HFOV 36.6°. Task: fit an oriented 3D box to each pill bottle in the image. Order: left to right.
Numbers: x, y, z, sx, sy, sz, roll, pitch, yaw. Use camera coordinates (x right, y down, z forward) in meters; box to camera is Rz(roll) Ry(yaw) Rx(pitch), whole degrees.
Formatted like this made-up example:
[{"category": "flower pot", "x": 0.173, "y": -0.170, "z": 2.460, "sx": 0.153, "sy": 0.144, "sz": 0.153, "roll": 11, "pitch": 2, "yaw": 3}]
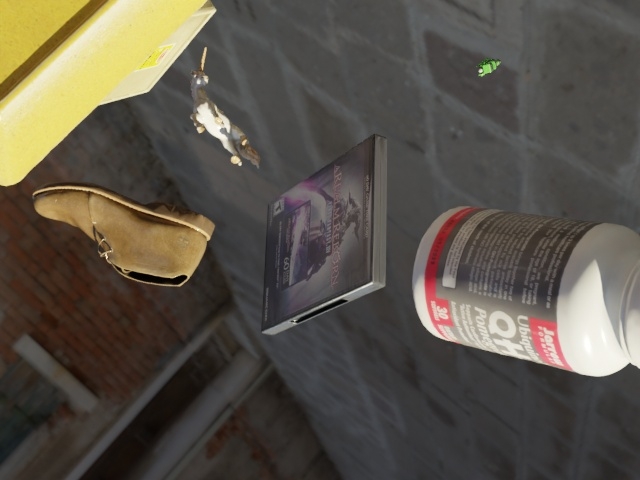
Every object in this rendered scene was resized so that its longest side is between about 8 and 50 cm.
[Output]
[{"category": "pill bottle", "x": 0.279, "y": 0.060, "z": 1.138, "sx": 0.318, "sy": 0.176, "sz": 0.176, "roll": 10, "pitch": 146, "yaw": 45}]

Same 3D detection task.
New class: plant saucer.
[{"category": "plant saucer", "x": -0.338, "y": -0.286, "z": 1.022, "sx": 0.333, "sy": 0.333, "sz": 0.081, "roll": 45, "pitch": 173, "yaw": -5}]

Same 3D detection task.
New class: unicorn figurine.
[{"category": "unicorn figurine", "x": -0.146, "y": -0.173, "z": 1.362, "sx": 0.162, "sy": 0.060, "sz": 0.111, "roll": 63, "pitch": -179, "yaw": -31}]

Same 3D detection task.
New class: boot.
[{"category": "boot", "x": -0.324, "y": -0.013, "z": 1.501, "sx": 0.305, "sy": 0.115, "sz": 0.112, "roll": 14, "pitch": 164, "yaw": 15}]

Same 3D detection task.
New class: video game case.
[{"category": "video game case", "x": 0.000, "y": 0.000, "z": 1.268, "sx": 0.026, "sy": 0.196, "sz": 0.274, "roll": 13, "pitch": 156, "yaw": -28}]

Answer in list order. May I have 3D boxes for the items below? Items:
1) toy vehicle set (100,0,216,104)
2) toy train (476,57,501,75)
[{"category": "toy vehicle set", "x": -0.322, "y": -0.342, "z": 1.764, "sx": 0.267, "sy": 0.166, "sz": 0.035, "roll": -38, "pitch": 83, "yaw": 42}, {"category": "toy train", "x": 0.243, "y": -0.252, "z": 1.396, "sx": 0.023, "sy": 0.083, "sz": 0.017, "roll": -11, "pitch": 103, "yaw": 23}]
